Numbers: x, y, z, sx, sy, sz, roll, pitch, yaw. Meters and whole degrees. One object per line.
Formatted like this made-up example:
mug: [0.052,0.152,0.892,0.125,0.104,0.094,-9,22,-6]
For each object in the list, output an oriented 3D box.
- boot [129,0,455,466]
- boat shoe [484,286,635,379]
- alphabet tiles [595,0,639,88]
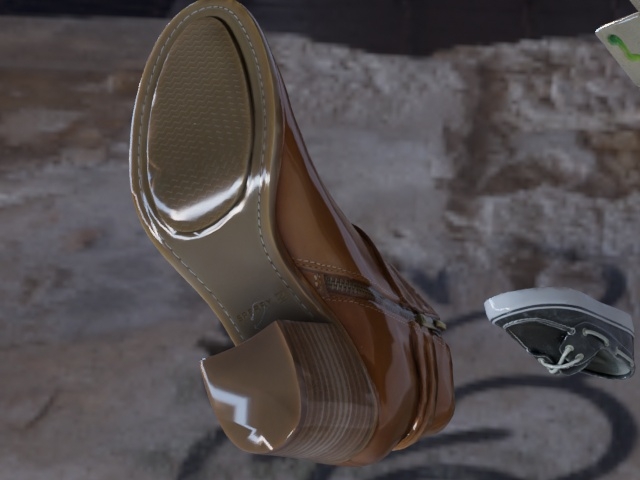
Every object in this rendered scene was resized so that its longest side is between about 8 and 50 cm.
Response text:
boot: [0.000,0.000,0.855,0.220,0.109,0.283,10,-122,-59]
boat shoe: [0.250,0.097,1.377,0.219,0.077,0.070,15,-120,-41]
alphabet tiles: [0.344,-0.091,0.948,0.011,0.342,0.285,-46,14,-21]
